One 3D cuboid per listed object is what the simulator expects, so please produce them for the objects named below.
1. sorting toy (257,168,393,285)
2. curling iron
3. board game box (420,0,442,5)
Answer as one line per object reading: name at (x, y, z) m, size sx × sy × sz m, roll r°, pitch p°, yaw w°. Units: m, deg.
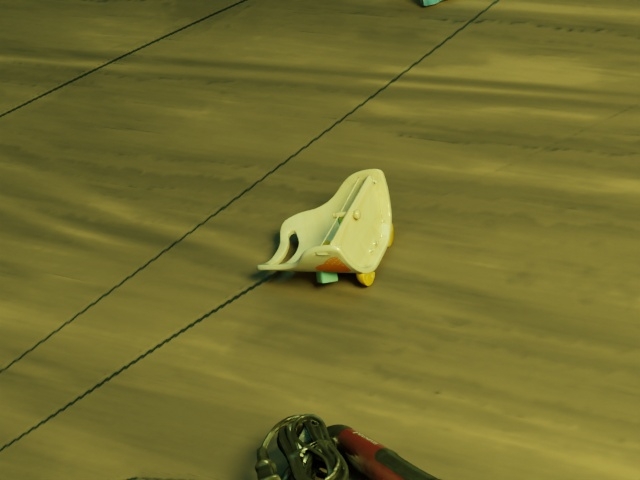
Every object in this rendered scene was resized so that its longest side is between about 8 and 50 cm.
sorting toy at (0.000, 0.000, 1.213) m, size 0.075 × 0.045 × 0.083 m, roll -7°, pitch 33°, yaw 29°
curling iron at (0.058, 0.148, 0.960) m, size 0.068 × 0.035 × 0.274 m, roll -38°, pitch 37°, yaw -23°
board game box at (0.194, -0.329, 1.575) m, size 0.302 × 0.086 × 0.308 m, roll -16°, pitch 32°, yaw 2°
